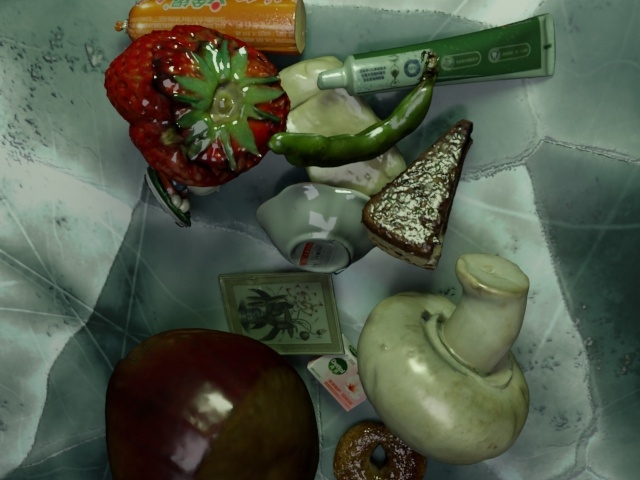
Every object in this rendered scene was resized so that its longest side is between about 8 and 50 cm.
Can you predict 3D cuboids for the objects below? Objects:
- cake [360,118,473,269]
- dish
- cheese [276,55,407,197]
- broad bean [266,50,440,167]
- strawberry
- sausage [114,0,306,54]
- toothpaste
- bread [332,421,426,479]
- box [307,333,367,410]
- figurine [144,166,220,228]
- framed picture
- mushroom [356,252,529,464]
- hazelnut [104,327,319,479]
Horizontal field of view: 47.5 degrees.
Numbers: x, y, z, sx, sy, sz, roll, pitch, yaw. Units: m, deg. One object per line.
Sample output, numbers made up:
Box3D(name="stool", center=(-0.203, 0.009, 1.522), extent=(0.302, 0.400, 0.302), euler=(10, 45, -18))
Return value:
Box3D(name="cake", center=(0.156, -0.088, 1.180), extent=(0.135, 0.112, 0.246), euler=(15, 76, 14))
Box3D(name="dish", center=(0.000, 0.000, 1.237), extent=(0.229, 0.081, 0.229), euler=(4, 146, 3))
Box3D(name="cheese", center=(0.021, -0.181, 1.221), extent=(0.159, 0.093, 0.263), euler=(-32, 102, 13))
Box3D(name="broad bean", center=(0.059, -0.174, 1.110), extent=(0.292, 0.049, 0.144), euler=(-29, 142, -7))
Box3D(name="strawberry", center=(-0.196, -0.211, 1.140), extent=(0.238, 0.288, 0.250), euler=(-28, 104, -24))
Box3D(name="sausage", center=(-0.184, -0.351, 1.186), extent=(0.312, 0.093, 0.093), euler=(3, 110, 7))
Box3D(name="toothpaste", center=(0.185, -0.281, 1.145), extent=(0.392, 0.061, 0.099), euler=(-11, 109, -8))
Box3D(name="bread", center=(0.117, 0.447, 1.452), extent=(0.193, 0.064, 0.193), euler=(2, 107, 8))
Box3D(name="box", center=(0.047, 0.255, 1.401), extent=(0.089, 0.043, 0.125), euler=(-39, 101, 18))
Box3D(name="figurine", center=(-0.211, -0.111, 1.274), extent=(0.153, 0.132, 0.132), euler=(-34, 102, 4))
Box3D(name="framed picture", center=(-0.074, 0.138, 1.367), extent=(0.231, 0.010, 0.173), euler=(-5, 107, 22))
Box3D(name="mushroom", center=(0.192, 0.203, 1.200), extent=(0.315, 0.315, 0.356), euler=(-16, 133, 13))
Box3D(name="hazelnut", center=(-0.191, 0.357, 1.312), extent=(0.402, 0.402, 0.429), euler=(-11, 114, 12))
